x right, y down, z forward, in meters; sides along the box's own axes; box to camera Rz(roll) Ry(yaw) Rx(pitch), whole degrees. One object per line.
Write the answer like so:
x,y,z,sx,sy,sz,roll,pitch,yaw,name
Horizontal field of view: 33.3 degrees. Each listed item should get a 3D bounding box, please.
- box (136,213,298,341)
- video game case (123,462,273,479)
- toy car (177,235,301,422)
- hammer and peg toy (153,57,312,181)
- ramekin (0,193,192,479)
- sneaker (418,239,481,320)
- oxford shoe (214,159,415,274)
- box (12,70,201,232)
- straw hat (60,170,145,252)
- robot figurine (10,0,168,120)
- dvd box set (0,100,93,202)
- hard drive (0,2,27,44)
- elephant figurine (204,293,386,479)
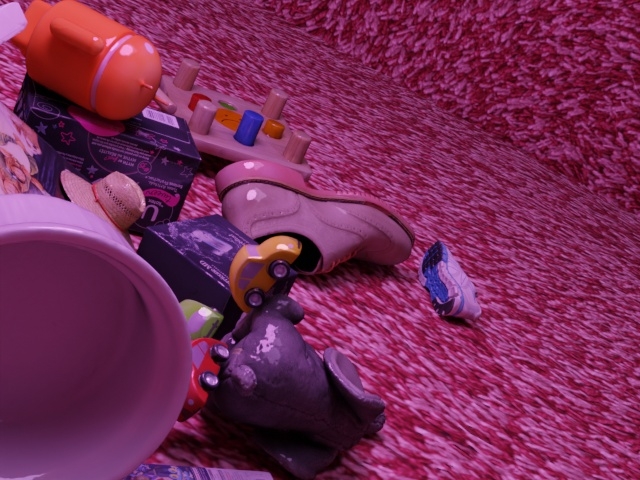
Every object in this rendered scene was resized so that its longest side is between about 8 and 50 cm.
-0.142,0.050,1.413,0.156,0.093,0.158,35,24,22,box
-0.095,0.290,1.014,0.183,0.023,0.201,12,27,-32,video game case
-0.133,0.093,1.211,0.053,0.239,0.225,39,-22,-15,toy car
-0.202,-0.210,1.891,0.361,0.127,0.266,15,26,-26,hammer and peg toy
-0.264,0.093,0.950,0.277,0.277,0.135,15,16,-27,ramekin
0.224,0.075,1.815,0.082,0.071,0.191,24,29,-23,sneaker
0.000,0.000,1.691,0.396,0.140,0.147,15,54,-37,oxford shoe
-0.320,-0.122,1.538,0.247,0.142,0.163,17,22,-24,box
-0.253,-0.049,1.336,0.144,0.061,0.144,51,7,-9,straw hat
-0.310,-0.245,1.459,0.219,0.158,0.128,29,42,9,robot figurine
-0.321,-0.008,1.208,0.307,0.062,0.420,46,9,-32,dvd box set
-0.539,-0.213,1.322,0.307,0.040,0.203,-10,26,26,hard drive
-0.004,0.182,1.210,0.239,0.169,0.186,38,49,-12,elephant figurine
